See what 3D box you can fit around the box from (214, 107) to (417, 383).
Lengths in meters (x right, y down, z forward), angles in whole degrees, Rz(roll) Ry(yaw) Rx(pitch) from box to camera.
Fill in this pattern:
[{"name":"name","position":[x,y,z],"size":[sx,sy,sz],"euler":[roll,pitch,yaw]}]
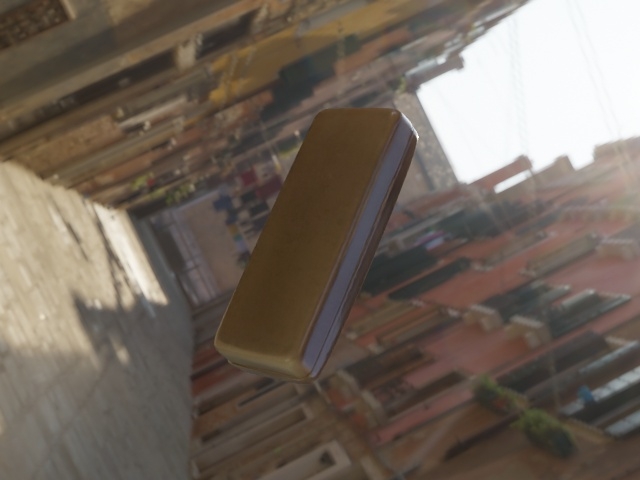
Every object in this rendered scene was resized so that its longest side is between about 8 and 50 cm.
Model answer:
[{"name":"box","position":[0.000,0.000,0.396],"size":[0.048,0.115,0.025],"euler":[6,-25,39]}]
